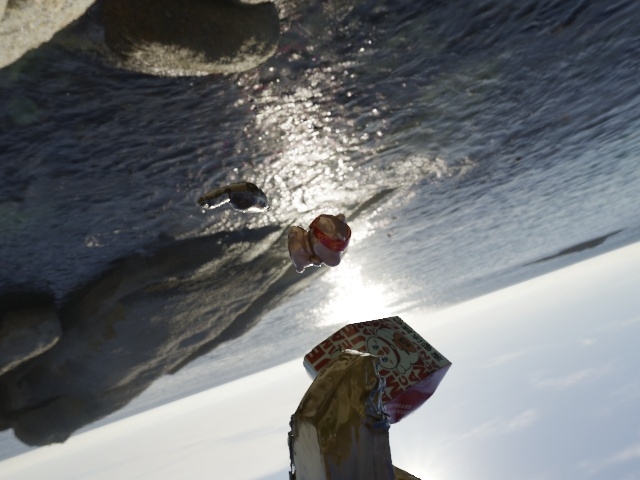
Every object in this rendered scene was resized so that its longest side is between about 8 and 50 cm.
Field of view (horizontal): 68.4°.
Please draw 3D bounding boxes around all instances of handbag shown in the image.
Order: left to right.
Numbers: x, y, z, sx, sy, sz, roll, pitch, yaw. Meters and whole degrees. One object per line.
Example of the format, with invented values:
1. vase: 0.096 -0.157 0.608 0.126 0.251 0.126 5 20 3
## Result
1. handbag: 0.109 0.253 0.899 0.298 0.171 0.151 6 120 -55

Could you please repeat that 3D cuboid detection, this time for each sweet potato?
1. sweet potato: -0.187 -0.102 1.086 0.074 0.075 0.269 -25 171 25

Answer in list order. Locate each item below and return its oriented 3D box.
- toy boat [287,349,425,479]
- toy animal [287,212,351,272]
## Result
1. toy boat: 0.045 0.259 0.409 0.121 0.322 0.089 -3 176 -29
2. toy animal: 0.000 0.000 1.435 0.197 0.172 0.171 -18 168 20
